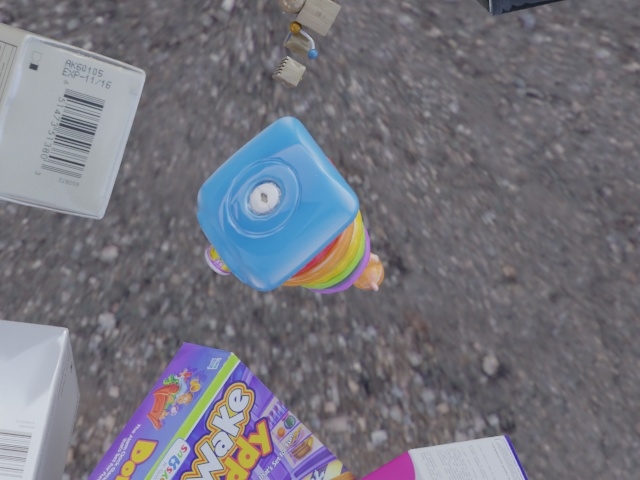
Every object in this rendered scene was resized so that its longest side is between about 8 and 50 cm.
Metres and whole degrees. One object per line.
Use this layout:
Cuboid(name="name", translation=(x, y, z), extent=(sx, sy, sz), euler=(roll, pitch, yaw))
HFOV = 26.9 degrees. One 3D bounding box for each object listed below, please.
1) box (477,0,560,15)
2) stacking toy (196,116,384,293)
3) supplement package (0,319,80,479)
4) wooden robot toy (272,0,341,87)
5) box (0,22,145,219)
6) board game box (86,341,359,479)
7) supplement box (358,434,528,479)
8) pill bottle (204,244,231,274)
Cuboid(name="box", translation=(0.181, -0.232, 0.995), extent=(0.184, 0.190, 0.045), euler=(-16, 121, -7))
Cuboid(name="stacking toy", translation=(0.000, 0.000, 1.613), extent=(0.166, 0.302, 0.175), euler=(-41, 59, 8))
Cuboid(name="supplement package", translation=(-0.355, 0.216, 1.266), extent=(0.204, 0.145, 0.262), euler=(7, 57, -1))
Cuboid(name="wooden robot toy", translation=(-0.024, -0.276, 1.615), extent=(0.079, 0.076, 0.173), euler=(27, 101, -16))
Cuboid(name="box", translation=(-0.301, -0.131, 1.259), extent=(0.121, 0.311, 0.148), euler=(13, 98, -37))
Cuboid(name="board game box", translation=(-0.125, 0.299, 1.170), extent=(0.233, 0.078, 0.347), euler=(48, 64, -31))
Cuboid(name="supplement box", translation=(0.159, 0.323, 1.675), extent=(0.111, 0.220, 0.114), euler=(-36, 67, 32))
Cuboid(name="pill bottle", translation=(-0.103, 0.004, 1.666), extent=(0.043, 0.043, 0.083), euler=(43, 118, -10))
